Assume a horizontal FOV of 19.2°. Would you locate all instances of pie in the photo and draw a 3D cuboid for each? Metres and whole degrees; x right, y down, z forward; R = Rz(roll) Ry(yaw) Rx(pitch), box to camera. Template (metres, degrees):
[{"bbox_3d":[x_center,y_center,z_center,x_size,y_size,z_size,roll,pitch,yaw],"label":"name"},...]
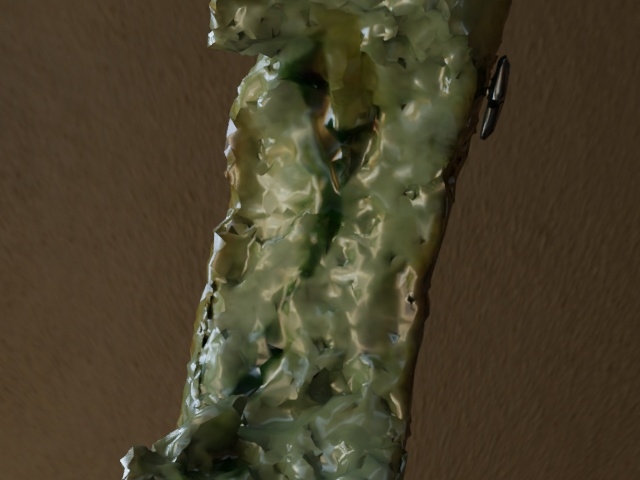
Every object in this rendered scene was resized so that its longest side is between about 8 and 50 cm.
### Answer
[{"bbox_3d":[0.000,-0.001,0.504,0.067,0.302,0.302,12,-104,0],"label":"pie"}]
